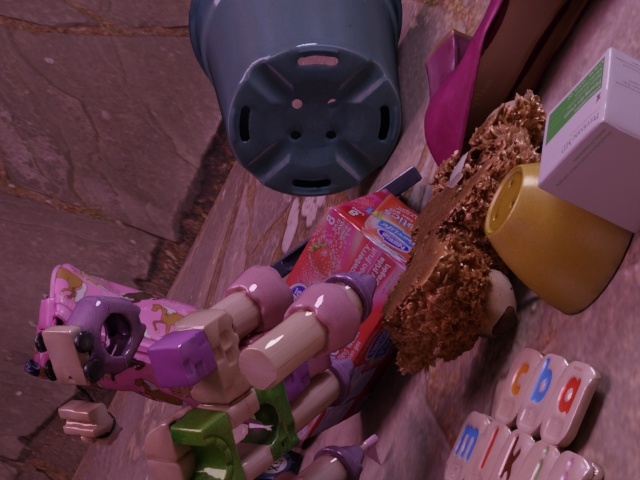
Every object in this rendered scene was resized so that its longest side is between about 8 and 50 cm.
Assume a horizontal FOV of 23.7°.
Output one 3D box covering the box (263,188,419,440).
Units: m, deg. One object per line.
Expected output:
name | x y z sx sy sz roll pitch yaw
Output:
box | 0.028 0.083 1.714 0.128 0.122 0.257 -19 -36 -56

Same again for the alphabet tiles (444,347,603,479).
alphabet tiles | 0.148 0.225 1.263 0.278 0.021 0.284 -67 12 -4

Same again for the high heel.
high heel | 0.231 -0.212 1.616 0.377 0.127 0.181 127 145 -49

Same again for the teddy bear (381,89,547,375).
teddy bear | 0.161 -0.008 1.516 0.245 0.113 0.338 -53 9 25

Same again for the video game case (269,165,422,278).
video game case | 0.000 0.000 1.949 0.274 0.026 0.196 -36 0 -6

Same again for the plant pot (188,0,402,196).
plant pot | -0.022 -0.256 2.290 0.341 0.341 0.334 -60 22 27

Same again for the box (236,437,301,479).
box | -0.107 0.350 1.995 0.180 0.077 0.147 -44 25 60

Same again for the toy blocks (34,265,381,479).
toy blocks | -0.055 0.159 1.516 0.309 0.289 0.260 -1 23 37

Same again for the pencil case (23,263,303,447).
pencil case | -0.178 0.149 1.978 0.167 0.386 0.160 -80 7 -48

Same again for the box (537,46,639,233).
box | 0.245 -0.079 1.235 0.101 0.102 0.087 -50 22 49

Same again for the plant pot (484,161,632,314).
plant pot | 0.199 -0.015 1.325 0.134 0.095 0.134 -61 12 24
